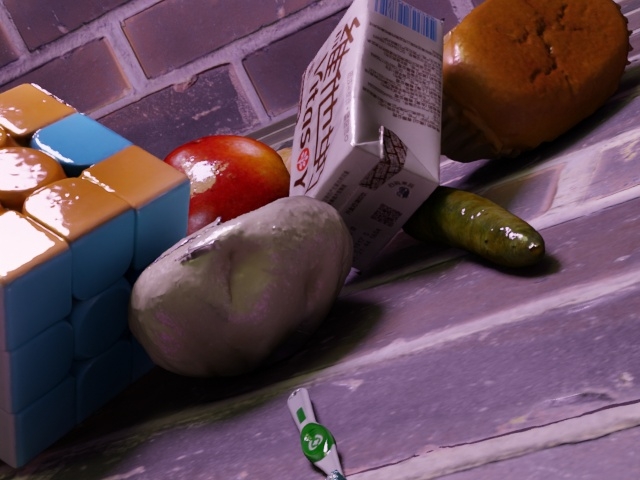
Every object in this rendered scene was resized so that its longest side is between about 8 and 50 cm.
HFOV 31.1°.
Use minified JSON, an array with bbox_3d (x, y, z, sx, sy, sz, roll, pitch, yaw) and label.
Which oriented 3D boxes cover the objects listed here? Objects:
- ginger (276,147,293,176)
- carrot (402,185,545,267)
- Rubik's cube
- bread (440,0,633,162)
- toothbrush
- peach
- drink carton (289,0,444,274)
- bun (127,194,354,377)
[{"bbox_3d":[0.041,-0.088,1.711,0.190,0.126,0.354,6,4,-28],"label":"ginger"},{"bbox_3d":[0.167,-0.018,1.296,0.074,0.074,0.358,-28,13,-9],"label":"carrot"},{"bbox_3d":[-0.357,0.031,1.370,0.291,0.290,0.292,29,41,25],"label":"Rubik's cube"},{"bbox_3d":[0.306,-0.256,1.690,0.388,0.236,0.183,-44,4,-33],"label":"bread"},{"bbox_3d":[-0.001,0.171,0.964,0.030,0.030,0.304,-27,9,-4],"label":"toothbrush"},{"bbox_3d":[-0.141,-0.029,1.587,0.243,0.243,0.199,-29,-2,-12],"label":"peach"},{"bbox_3d":[0.055,-0.150,1.464,0.194,0.132,0.324,-52,23,43],"label":"drink carton"},{"bbox_3d":[-0.088,0.059,1.289,0.273,0.168,0.273,-27,-1,0],"label":"bun"}]
